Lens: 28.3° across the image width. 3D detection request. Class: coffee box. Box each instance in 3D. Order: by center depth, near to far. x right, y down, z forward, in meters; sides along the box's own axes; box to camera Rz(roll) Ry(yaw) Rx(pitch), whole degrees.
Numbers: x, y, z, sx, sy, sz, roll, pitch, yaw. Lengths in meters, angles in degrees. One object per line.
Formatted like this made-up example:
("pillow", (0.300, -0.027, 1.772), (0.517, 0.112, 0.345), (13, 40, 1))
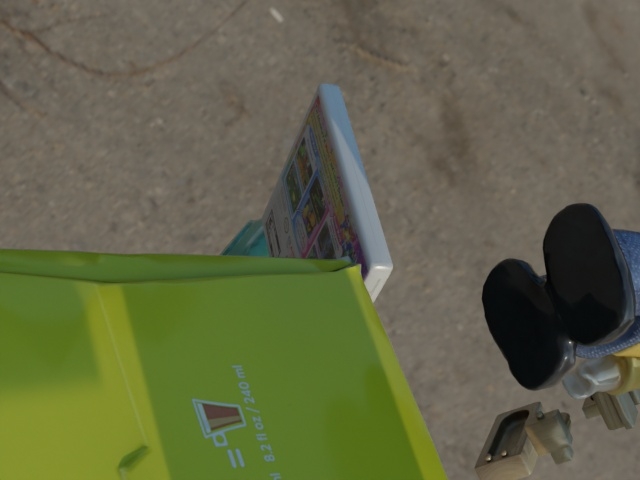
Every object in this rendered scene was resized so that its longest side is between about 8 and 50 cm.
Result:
("coffee box", (-0.133, 0.229, 0.671), (0.338, 0.334, 0.338), (3, 54, -40))

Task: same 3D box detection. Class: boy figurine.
("boy figurine", (0.228, 0.051, 0.784), (0.285, 0.177, 0.092), (12, 48, -39))

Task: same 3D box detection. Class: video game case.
("video game case", (0.000, 0.000, 0.851), (0.019, 0.143, 0.157), (3, 50, -22))

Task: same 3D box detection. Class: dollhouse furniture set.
("dollhouse furniture set", (0.214, 0.135, 1.232), (0.123, 0.151, 0.144), (63, 26, -9))

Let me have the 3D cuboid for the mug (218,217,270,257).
("mug", (-0.052, 0.051, 1.031), (0.097, 0.129, 0.158), (41, 65, -4))
